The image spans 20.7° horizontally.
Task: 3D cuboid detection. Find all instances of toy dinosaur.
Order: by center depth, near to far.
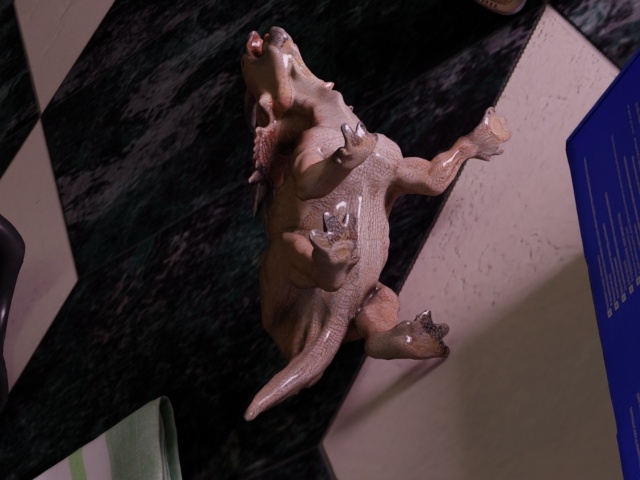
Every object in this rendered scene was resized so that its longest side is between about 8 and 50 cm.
[{"bbox_3d":[0.000,0.000,1.155,0.200,0.127,0.296,-19,52,54],"label":"toy dinosaur"}]

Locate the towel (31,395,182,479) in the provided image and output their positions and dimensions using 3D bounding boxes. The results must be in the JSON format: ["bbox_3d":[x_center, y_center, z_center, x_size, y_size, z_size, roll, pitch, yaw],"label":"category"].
[{"bbox_3d":[-0.225,0.264,1.164,0.325,0.038,0.248,-33,35,15],"label":"towel"}]

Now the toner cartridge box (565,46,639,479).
[{"bbox_3d":[0.208,0.010,0.839,0.165,0.075,0.348,-56,20,34],"label":"toner cartridge box"}]

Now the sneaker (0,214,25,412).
[{"bbox_3d":[-0.373,0.144,1.421,0.202,0.185,0.483,-29,34,38],"label":"sneaker"}]

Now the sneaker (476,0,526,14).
[{"bbox_3d":[0.120,-0.199,1.319,0.042,0.067,0.118,-44,58,3],"label":"sneaker"}]
